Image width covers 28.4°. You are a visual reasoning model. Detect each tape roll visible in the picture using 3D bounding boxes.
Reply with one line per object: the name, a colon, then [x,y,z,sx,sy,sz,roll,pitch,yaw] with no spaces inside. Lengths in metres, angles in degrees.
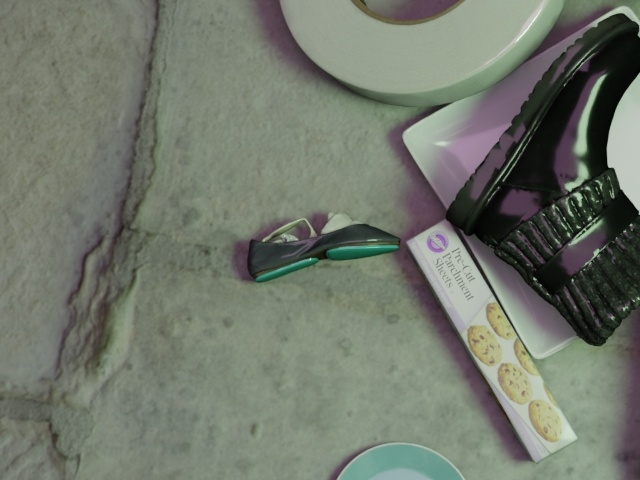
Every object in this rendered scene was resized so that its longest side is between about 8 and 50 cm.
tape roll: [0.130,-0.366,1.636,0.392,0.072,0.392,-4,79,20]

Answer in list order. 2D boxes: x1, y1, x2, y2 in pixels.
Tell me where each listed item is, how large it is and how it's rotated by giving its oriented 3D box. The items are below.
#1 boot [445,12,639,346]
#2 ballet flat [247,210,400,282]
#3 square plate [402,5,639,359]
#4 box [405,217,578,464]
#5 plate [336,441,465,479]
boot: [0.349,-0.073,1.536,0.260,0.131,0.348,38,97,16]
ballet flat: [0.000,0.000,1.644,0.203,0.074,0.074,-13,80,6]
square plate: [0.336,-0.076,1.632,0.344,0.049,0.347,-30,80,1]
box: [0.215,0.127,1.604,0.067,0.063,0.324,-29,80,0]
plate: [0.102,0.350,1.601,0.188,0.024,0.188,-1,82,5]
